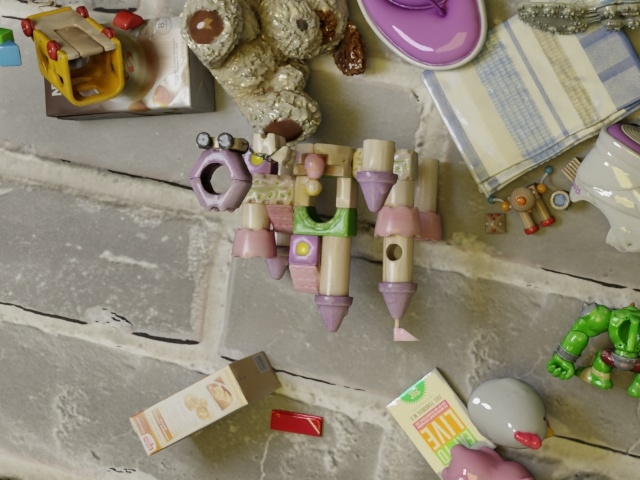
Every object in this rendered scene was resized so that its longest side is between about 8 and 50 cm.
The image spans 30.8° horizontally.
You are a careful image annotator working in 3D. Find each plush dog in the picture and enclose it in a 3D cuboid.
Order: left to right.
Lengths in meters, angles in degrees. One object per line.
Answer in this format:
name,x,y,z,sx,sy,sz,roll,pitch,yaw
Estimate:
plush dog,-0.059,-0.298,1.695,0.225,0.210,0.262,-37,109,2

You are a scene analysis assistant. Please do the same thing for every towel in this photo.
towel,0.303,-0.216,1.637,0.285,0.034,0.209,-30,82,16

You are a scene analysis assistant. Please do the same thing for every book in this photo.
book,0.179,0.273,1.717,0.096,0.035,0.144,-40,81,11

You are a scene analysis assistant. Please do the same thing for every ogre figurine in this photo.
ogre figurine,0.422,0.150,1.594,0.197,0.097,0.118,17,111,27

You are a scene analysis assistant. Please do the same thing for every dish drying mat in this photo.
dish drying mat,-0.038,0.282,1.798,0.083,0.008,0.032,6,97,17

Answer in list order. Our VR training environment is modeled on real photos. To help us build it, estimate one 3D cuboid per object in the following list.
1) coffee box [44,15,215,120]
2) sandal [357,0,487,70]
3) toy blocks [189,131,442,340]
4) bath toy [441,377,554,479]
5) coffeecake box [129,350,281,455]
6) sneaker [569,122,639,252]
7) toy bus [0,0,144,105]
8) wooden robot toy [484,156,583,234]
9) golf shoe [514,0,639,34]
coffee box,-0.296,-0.261,1.793,0.246,0.098,0.141,-3,92,18
sandal,0.092,-0.425,1.645,0.169,0.102,0.416,-29,81,20
toy blocks,0.000,0.000,1.605,0.289,0.309,0.260,4,89,18
bath toy,0.242,0.363,1.636,0.151,0.129,0.348,7,110,-25
coffeecake box,-0.173,0.246,1.769,0.185,0.142,0.068,-30,84,18
sneaker,0.478,-0.026,1.564,0.305,0.114,0.152,37,120,8
toy bus,-0.367,-0.271,1.704,0.191,0.202,0.104,7,123,11
wooden robot toy,0.298,-0.053,1.626,0.173,0.079,0.076,-28,85,18
golf shoe,0.355,-0.329,1.580,0.176,0.069,0.086,3,68,17
